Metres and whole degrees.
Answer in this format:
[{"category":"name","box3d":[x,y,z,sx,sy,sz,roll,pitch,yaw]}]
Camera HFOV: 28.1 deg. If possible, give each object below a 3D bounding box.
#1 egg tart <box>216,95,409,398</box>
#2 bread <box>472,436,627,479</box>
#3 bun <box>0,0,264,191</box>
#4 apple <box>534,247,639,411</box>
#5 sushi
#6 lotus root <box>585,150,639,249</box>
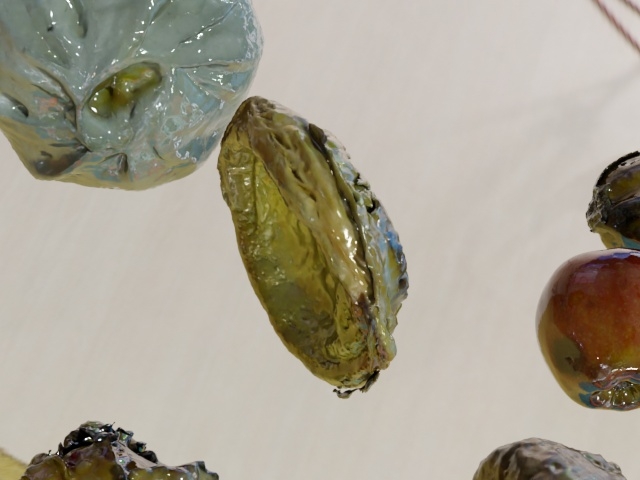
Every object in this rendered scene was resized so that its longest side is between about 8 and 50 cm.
[{"category":"egg tart","box3d":[0.000,0.000,1.104,0.095,0.279,0.279,-22,94,-19]},{"category":"bread","box3d":[0.195,0.276,1.067,0.123,0.230,0.230,4,77,-15]},{"category":"bun","box3d":[-0.227,-0.192,1.461,0.354,0.354,0.194,22,31,-31]},{"category":"apple","box3d":[0.414,0.126,1.779,0.230,0.230,0.230,9,75,-35]},{"category":"sushi","box3d":[-0.201,0.274,1.207,0.213,0.204,0.200,18,88,-47]},{"category":"lotus root","box3d":[0.606,-0.061,1.948,0.398,0.179,0.195,-2,68,2]}]
